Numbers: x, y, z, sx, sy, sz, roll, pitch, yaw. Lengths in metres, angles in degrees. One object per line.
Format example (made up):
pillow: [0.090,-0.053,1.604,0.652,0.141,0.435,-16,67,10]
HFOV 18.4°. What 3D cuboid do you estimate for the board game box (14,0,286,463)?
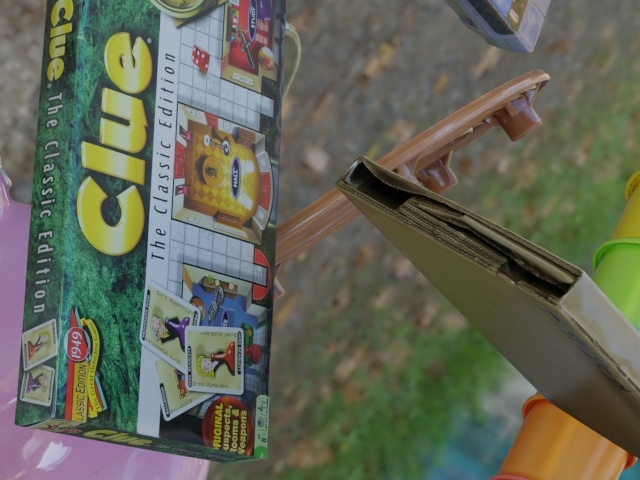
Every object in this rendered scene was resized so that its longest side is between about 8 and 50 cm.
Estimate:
board game box: [-0.071,-0.037,0.889,0.136,0.030,0.259,16,71,-46]

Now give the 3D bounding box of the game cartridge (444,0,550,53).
game cartridge: [0.139,-0.310,1.598,0.355,0.068,0.230,34,69,-63]

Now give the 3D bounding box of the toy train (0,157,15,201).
toy train: [-0.357,0.055,1.523,0.334,0.190,0.142,-36,173,1]

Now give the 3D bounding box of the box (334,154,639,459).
box: [0.110,0.047,0.891,0.021,0.164,0.201,-51,129,-6]

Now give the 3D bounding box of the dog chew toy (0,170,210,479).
dog chew toy: [-0.215,0.070,1.314,0.207,0.332,0.206,-29,-165,8]

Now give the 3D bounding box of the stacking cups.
stacking cups: [0.183,0.096,1.263,0.316,0.096,0.096,-60,172,-29]

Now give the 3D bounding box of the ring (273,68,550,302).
ring: [0.000,0.000,1.187,0.337,0.032,0.336,-33,177,-2]

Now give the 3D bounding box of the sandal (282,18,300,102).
sandal: [-0.080,-0.073,1.776,0.120,0.086,0.302,-10,134,-37]
